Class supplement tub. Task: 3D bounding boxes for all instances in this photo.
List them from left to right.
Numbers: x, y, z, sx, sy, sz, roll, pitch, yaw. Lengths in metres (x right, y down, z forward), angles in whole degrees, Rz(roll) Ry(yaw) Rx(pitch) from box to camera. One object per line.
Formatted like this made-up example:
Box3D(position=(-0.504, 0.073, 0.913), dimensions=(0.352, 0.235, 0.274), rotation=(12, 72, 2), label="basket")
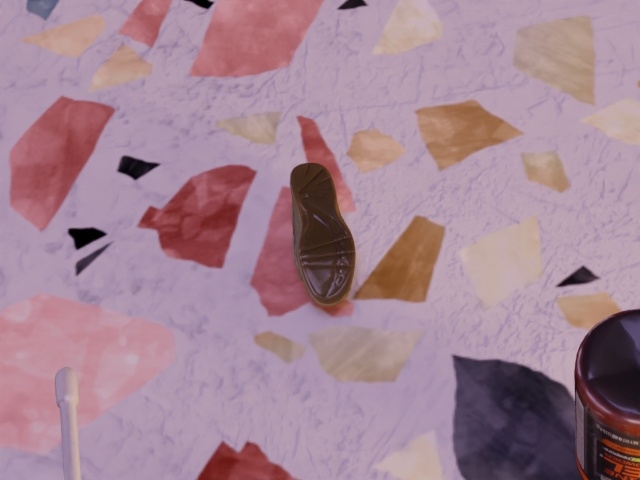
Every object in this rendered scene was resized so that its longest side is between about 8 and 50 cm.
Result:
Box3D(position=(0.251, 0.145, 1.151), dimensions=(0.106, 0.198, 0.106), rotation=(-5, 54, 7), label="supplement tub")

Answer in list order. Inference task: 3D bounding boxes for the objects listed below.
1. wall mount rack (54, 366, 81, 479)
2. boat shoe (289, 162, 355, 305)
Box3D(position=(-0.237, 0.273, 1.076), dimensions=(0.130, 0.350, 0.304), rotation=(27, 38, 16), label="wall mount rack")
Box3D(position=(-0.002, 0.000, 1.403), dimensions=(0.056, 0.048, 0.153), rotation=(-8, 59, -11), label="boat shoe")
